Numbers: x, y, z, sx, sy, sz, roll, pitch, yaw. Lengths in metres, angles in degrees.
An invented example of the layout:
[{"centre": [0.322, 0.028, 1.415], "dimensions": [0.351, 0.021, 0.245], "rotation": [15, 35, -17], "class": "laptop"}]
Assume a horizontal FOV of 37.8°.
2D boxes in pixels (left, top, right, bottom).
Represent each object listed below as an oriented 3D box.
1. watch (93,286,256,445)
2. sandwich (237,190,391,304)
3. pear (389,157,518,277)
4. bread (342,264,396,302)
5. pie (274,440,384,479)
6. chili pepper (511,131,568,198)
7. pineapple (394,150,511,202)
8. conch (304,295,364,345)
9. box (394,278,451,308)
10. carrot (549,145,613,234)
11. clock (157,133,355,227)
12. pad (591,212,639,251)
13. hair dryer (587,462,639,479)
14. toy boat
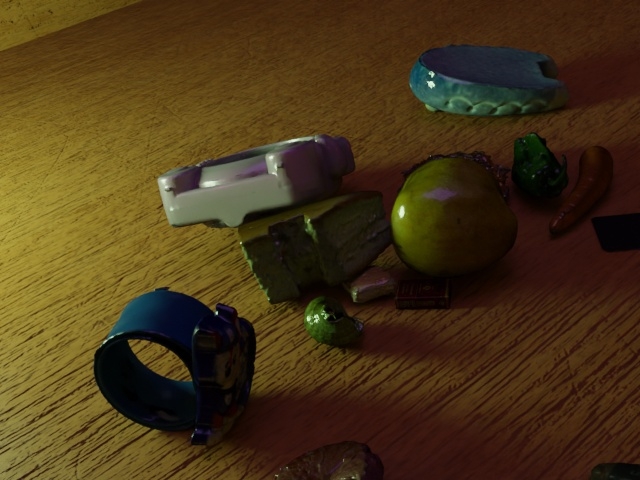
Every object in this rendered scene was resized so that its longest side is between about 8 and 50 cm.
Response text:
[{"centre": [-0.192, 0.156, 1.227], "dimensions": [0.200, 0.196, 0.171], "rotation": [6, 23, 12], "class": "watch"}, {"centre": [0.000, 0.000, 1.462], "dimensions": [0.236, 0.122, 0.128], "rotation": [-20, 16, 2], "class": "sandwich"}, {"centre": [0.201, -0.032, 1.435], "dimensions": [0.200, 0.200, 0.200], "rotation": [-7, 30, 4], "class": "pear"}, {"centre": [0.072, 0.067, 1.455], "dimensions": [0.070, 0.035, 0.083], "rotation": [-18, 24, -15], "class": "bread"}, {"centre": [0.005, 0.280, 1.066], "dimensions": [0.153, 0.038, 0.153], "rotation": [-20, 14, 5], "class": "pie"}, {"centre": [0.383, -0.133, 1.656], "dimensions": [0.100, 0.074, 0.257], "rotation": [-39, 21, 15], "class": "chili pepper"}, {"centre": [0.230, -0.104, 1.656], "dimensions": [0.225, 0.076, 0.225], "rotation": [-10, 26, 5], "class": "pineapple"}, {"centre": [0.022, 0.115, 1.347], "dimensions": [0.089, 0.074, 0.121], "rotation": [4, -10, -6], "class": "conch"}, {"centre": [0.156, 0.081, 1.416], "dimensions": [0.082, 0.023, 0.051], "rotation": [-2, 31, 13], "class": "box"}, {"centre": [0.453, -0.088, 1.591], "dimensions": [0.066, 0.062, 0.271], "rotation": [32, 44, 4], "class": "carrot"}, {"centre": [-0.096, -0.111, 1.651], "dimensions": [0.295, 0.113, 0.322], "rotation": [-10, 10, 24], "class": "clock"}, {"centre": [0.522, -0.017, 1.498], "dimensions": [0.157, 0.003, 0.112], "rotation": [-5, 30, 7], "class": "pad"}, {"centre": [0.455, 0.257, 0.978], "dimensions": [0.304, 0.120, 0.359], "rotation": [17, 30, 25], "class": "hair dryer"}, {"centre": [0.354, -0.323, 1.998], "dimensions": [0.330, 0.123, 0.215], "rotation": [1, 38, -3], "class": "toy boat"}]
